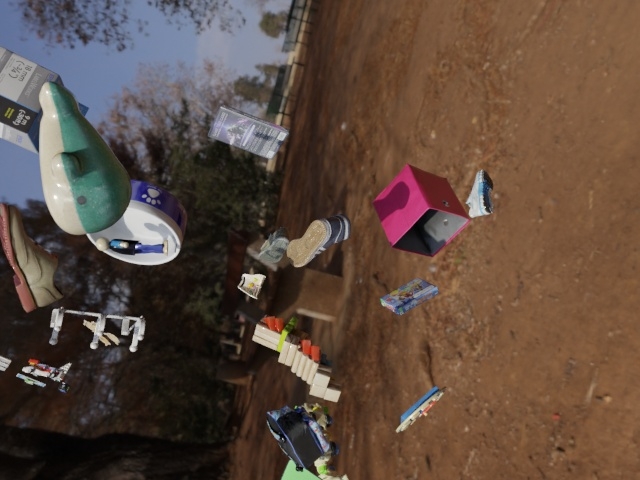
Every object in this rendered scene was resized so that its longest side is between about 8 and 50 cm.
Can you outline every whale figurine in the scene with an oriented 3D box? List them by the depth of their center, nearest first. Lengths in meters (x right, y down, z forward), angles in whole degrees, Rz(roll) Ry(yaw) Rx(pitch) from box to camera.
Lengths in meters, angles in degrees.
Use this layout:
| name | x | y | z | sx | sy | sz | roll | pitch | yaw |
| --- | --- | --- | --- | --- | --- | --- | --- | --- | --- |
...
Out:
| name | x | y | z | sx | sy | sz | roll | pitch | yaw |
| --- | --- | --- | --- | --- | --- | --- | --- | --- | --- |
| whale figurine | -0.426 | -0.149 | 1.025 | 0.216 | 0.141 | 0.271 | -148 | 51 | -72 |

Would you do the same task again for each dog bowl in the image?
| name | x | y | z | sx | sy | sz | roll | pitch | yaw |
| --- | --- | --- | --- | --- | --- | --- | --- | --- | --- |
| dog bowl | -0.516 | -0.047 | 1.599 | 0.265 | 0.265 | 0.104 | 111 | 168 | -52 |

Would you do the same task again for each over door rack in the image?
| name | x | y | z | sx | sy | sz | roll | pitch | yaw |
| --- | --- | --- | --- | --- | --- | --- | --- | --- | --- |
| over door rack | -0.665 | 0.265 | 1.677 | 0.324 | 0.240 | 0.108 | -16 | 65 | 62 |

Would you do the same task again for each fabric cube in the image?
| name | x | y | z | sx | sy | sz | roll | pitch | yaw |
| --- | --- | --- | --- | --- | --- | --- | --- | --- | --- |
| fabric cube | 0.420 | -0.122 | 2.385 | 0.259 | 0.254 | 0.258 | -50 | 42 | 35 |

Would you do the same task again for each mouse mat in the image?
| name | x | y | z | sx | sy | sz | roll | pitch | yaw |
| --- | --- | --- | --- | --- | --- | --- | --- | --- | --- |
| mouse mat | -0.046 | 0.736 | 1.616 | 0.007 | 0.190 | 0.152 | 26 | -93 | -56 |

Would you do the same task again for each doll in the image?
| name | x | y | z | sx | sy | sz | roll | pitch | yaw |
| --- | --- | --- | --- | --- | --- | --- | --- | --- | --- |
| doll | -0.517 | 0.019 | 1.559 | 0.129 | 0.189 | 0.046 | 141 | 132 | -72 |

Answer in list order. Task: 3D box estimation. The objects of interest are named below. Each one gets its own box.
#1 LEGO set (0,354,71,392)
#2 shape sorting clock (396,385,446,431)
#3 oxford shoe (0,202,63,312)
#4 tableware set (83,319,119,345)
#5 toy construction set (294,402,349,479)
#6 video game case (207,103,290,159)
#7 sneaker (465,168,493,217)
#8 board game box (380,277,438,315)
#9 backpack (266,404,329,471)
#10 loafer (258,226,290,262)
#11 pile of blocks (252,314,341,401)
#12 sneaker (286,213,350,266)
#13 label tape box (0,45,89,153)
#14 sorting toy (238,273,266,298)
| name | x | y | z | sx | sy | sz | roll | pitch | yaw |
| --- | --- | --- | --- | --- | --- | --- | --- | --- | --- |
| LEGO set | -0.762 | 0.329 | 1.483 | 0.182 | 0.244 | 0.060 | -31 | 34 | 52 |
| shape sorting clock | 0.313 | 0.522 | 1.744 | 0.206 | 0.040 | 0.206 | -33 | -27 | -20 |
| oxford shoe | -0.849 | 0.040 | 1.664 | 0.123 | 0.130 | 0.348 | 40 | 138 | 47 |
| tableware set | -0.914 | 0.384 | 2.359 | 0.141 | 0.168 | 0.020 | -21 | 28 | 47 |
| toy construction set | -0.014 | 0.701 | 1.953 | 0.327 | 0.151 | 0.215 | 60 | 141 | 35 |
| video game case | -0.280 | -0.415 | 2.194 | 0.196 | 0.274 | 0.026 | 135 | 149 | -55 |
| sneaker | 0.506 | -0.151 | 1.826 | 0.083 | 0.071 | 0.190 | -28 | 34 | 42 |
| board game box | 0.368 | 0.230 | 2.350 | 0.136 | 0.201 | 0.035 | 27 | 139 | 61 |
| backpack | -0.075 | 0.549 | 1.632 | 0.173 | 0.117 | 0.158 | 22 | 140 | 60 |
| loafer | -0.190 | 0.020 | 2.439 | 0.251 | 0.094 | 0.087 | -39 | 34 | 52 |
| pile of blocks | -0.048 | 0.317 | 1.690 | 0.149 | 0.362 | 0.112 | -17 | -46 | -45 |
| sneaker | 0.000 | 0.000 | 1.991 | 0.099 | 0.153 | 0.282 | 61 | 141 | 12 |
| label tape box | -0.898 | -0.418 | 1.715 | 0.106 | 0.334 | 0.240 | -30 | 41 | 53 |
| sorting toy | -0.234 | 0.148 | 1.900 | 0.045 | 0.075 | 0.083 | 131 | 161 | -68 |
